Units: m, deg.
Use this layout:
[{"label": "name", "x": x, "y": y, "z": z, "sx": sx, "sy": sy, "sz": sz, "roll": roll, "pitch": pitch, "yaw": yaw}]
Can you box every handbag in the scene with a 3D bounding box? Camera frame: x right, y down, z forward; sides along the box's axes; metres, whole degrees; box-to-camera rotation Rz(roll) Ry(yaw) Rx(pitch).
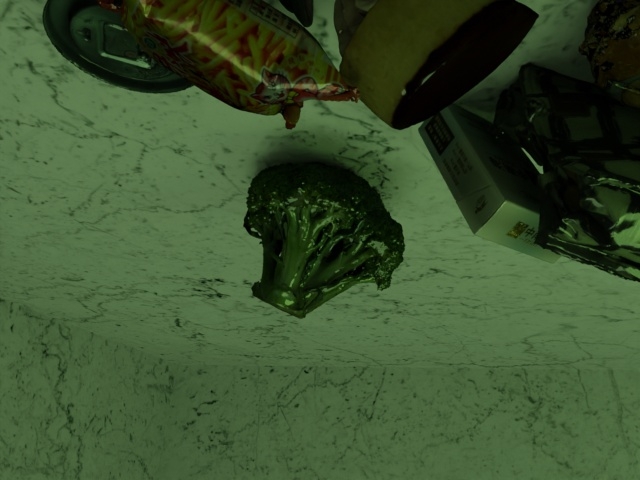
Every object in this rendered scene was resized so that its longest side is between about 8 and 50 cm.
[{"label": "handbag", "x": 0.405, "y": -0.072, "z": 0.806, "sx": 0.327, "sy": 0.325, "sz": 0.163, "roll": 17, "pitch": 123, "yaw": -11}]

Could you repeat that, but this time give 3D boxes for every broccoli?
[{"label": "broccoli", "x": 0.000, "y": 0.000, "z": 1.147, "sx": 0.321, "sy": 0.283, "sz": 0.304, "roll": 27, "pitch": 166, "yaw": -3}]

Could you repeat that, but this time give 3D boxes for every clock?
[{"label": "clock", "x": -0.252, "y": -0.275, "z": 0.854, "sx": 0.214, "sy": 0.042, "sz": 0.215, "roll": 6, "pitch": 158, "yaw": 2}]

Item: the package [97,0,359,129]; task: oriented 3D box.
[{"label": "package", "x": -0.110, "y": -0.221, "z": 0.708, "sx": 0.288, "sy": 0.108, "sz": 0.223, "roll": 30, "pitch": 174, "yaw": -19}]

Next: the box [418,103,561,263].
[{"label": "box", "x": 0.246, "y": -0.087, "z": 0.907, "sx": 0.155, "sy": 0.243, "sz": 0.067, "roll": 17, "pitch": 126, "yaw": -27}]

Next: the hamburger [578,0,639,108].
[{"label": "hamburger", "x": 0.413, "y": -0.226, "z": 0.708, "sx": 0.230, "sy": 0.107, "sz": 0.231, "roll": 3, "pitch": 161, "yaw": 1}]

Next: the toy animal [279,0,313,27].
[{"label": "toy animal", "x": -0.059, "y": -0.313, "z": 0.647, "sx": 0.125, "sy": 0.127, "sz": 0.251, "roll": -18, "pitch": 164, "yaw": 24}]

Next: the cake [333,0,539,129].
[{"label": "cake", "x": 0.102, "y": -0.243, "z": 0.704, "sx": 0.207, "sy": 0.178, "sz": 0.185, "roll": -33, "pitch": 171, "yaw": 8}]
